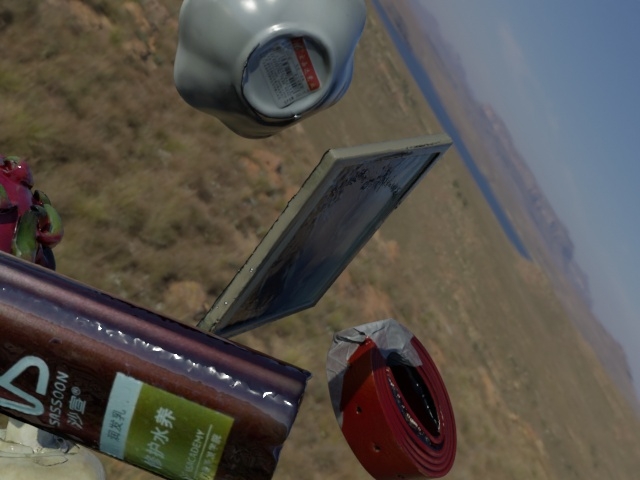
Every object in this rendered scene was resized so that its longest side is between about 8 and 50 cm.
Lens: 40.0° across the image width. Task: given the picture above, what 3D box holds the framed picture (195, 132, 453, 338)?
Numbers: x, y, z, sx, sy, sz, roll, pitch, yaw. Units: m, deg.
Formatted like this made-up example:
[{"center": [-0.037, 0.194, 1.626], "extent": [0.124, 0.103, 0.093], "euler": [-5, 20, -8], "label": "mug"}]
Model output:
[{"center": [0.000, 0.000, 1.083], "extent": [0.022, 0.335, 0.247], "euler": [51, 34, 18], "label": "framed picture"}]

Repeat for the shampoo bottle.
[{"center": [-0.175, 0.089, 0.636], "extent": [0.323, 0.129, 0.084], "euler": [22, 32, 1], "label": "shampoo bottle"}]

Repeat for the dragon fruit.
[{"center": [-0.422, 0.005, 1.077], "extent": [0.198, 0.218, 0.273], "euler": [-108, -163, -59], "label": "dragon fruit"}]

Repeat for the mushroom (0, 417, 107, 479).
[{"center": [-0.436, 0.342, 1.297], "extent": [0.246, 0.246, 0.202], "euler": [7, 96, -74], "label": "mushroom"}]

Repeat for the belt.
[{"center": [0.129, 0.290, 1.617], "extent": [0.227, 0.115, 0.324], "euler": [-38, 104, -55], "label": "belt"}]

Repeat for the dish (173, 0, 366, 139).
[{"center": [-0.044, -0.193, 0.947], "extent": [0.229, 0.229, 0.081], "euler": [49, 7, -42], "label": "dish"}]
